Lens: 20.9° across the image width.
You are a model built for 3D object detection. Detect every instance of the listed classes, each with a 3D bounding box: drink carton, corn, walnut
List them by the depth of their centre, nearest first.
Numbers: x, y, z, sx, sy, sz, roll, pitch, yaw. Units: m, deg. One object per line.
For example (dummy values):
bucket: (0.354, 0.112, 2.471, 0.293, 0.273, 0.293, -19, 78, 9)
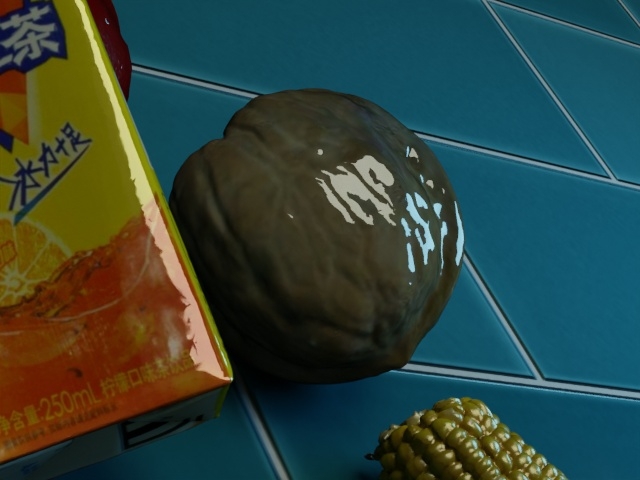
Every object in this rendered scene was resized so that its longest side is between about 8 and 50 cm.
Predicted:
drink carton: (-0.185, -0.042, 1.012, 0.154, 0.111, 0.351, -19, 77, -14)
corn: (0.166, 0.229, 1.170, 0.313, 0.102, 0.102, 46, 30, 13)
walnut: (0.000, 0.000, 1.234, 0.224, 0.224, 0.224, 26, 30, -16)

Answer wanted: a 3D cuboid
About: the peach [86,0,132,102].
peach: (-0.223, -0.112, 1.182, 0.197, 0.197, 0.197, 26, 30, -16)
